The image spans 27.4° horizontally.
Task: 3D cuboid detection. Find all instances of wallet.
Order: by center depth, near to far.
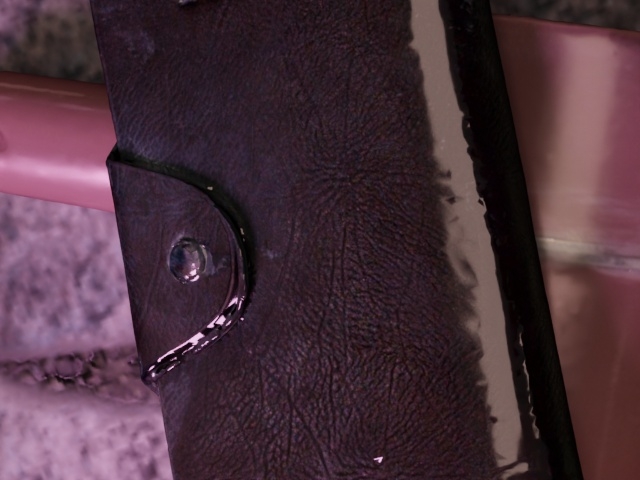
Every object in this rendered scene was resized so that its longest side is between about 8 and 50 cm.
[{"bbox_3d":[0.000,0.000,0.504,0.172,0.045,0.318,-9,93,22],"label":"wallet"}]

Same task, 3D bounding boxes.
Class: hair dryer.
[{"bbox_3d":[-0.010,-0.005,0.587,0.352,0.125,0.210,10,101,14],"label":"hair dryer"}]
